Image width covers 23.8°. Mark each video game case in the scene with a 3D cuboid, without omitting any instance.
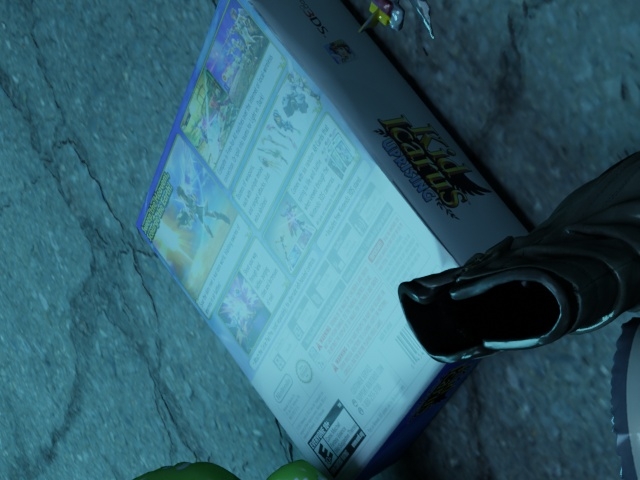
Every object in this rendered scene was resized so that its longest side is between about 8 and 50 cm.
[{"bbox_3d":[0.000,0.000,0.948,0.244,0.061,0.269,52,146,16],"label":"video game case"}]

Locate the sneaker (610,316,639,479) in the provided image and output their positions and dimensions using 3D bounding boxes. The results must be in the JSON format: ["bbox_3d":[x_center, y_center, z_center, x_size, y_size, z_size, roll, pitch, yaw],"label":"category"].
[{"bbox_3d":[0.239,0.172,0.694,0.131,0.112,0.319,-12,114,30],"label":"sneaker"}]

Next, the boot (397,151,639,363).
[{"bbox_3d":[0.150,0.002,0.640,0.246,0.161,0.083,-23,92,58],"label":"boot"}]

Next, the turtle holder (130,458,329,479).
[{"bbox_3d":[-0.048,0.275,0.987,0.320,0.227,0.243,47,168,3],"label":"turtle holder"}]

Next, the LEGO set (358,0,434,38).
[{"bbox_3d":[0.019,-0.266,0.611,0.331,0.192,0.255,59,148,8],"label":"LEGO set"}]
